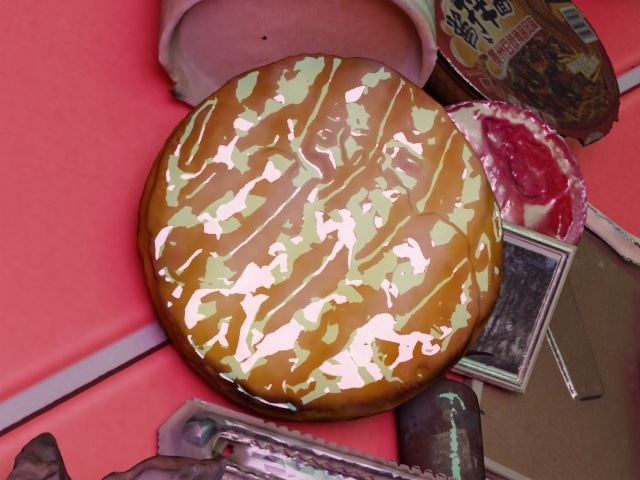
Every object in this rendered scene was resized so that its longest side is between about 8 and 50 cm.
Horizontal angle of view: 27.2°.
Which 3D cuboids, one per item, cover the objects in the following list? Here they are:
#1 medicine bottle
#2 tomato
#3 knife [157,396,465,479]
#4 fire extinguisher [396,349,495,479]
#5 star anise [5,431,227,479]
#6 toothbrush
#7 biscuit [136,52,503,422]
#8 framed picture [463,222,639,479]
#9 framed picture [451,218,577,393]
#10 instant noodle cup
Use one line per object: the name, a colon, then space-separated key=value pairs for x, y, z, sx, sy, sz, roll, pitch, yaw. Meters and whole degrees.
medicine bottle: x=-0.020 y=-0.322 z=1.187 sx=0.236 sy=0.236 sz=0.406 roll=14 pitch=58 yaw=-26
tomato: x=0.136 y=-0.039 z=1.202 sx=0.189 sy=0.099 sz=0.173 roll=-5 pitch=94 yaw=-12
knife: x=0.050 y=0.202 z=0.999 sx=0.365 sy=0.043 sz=0.089 roll=20 pitch=59 yaw=-1
fire extinguisher: x=0.109 y=0.195 z=1.076 sx=0.072 sy=0.089 sz=0.267 roll=41 pitch=40 yaw=-51
star anise: x=-0.157 y=0.247 z=0.772 sx=0.332 sy=0.117 sz=0.331 roll=-4 pitch=54 yaw=6
toothbrush: x=0.290 y=-0.010 z=1.326 sx=0.294 sy=0.026 sz=0.028 roll=33 pitch=32 yaw=-15
biscuit: x=0.000 y=0.000 z=1.063 sx=0.296 sy=0.102 sz=0.296 roll=2 pitch=81 yaw=-11
framed picture: x=0.246 y=0.112 z=1.257 sx=0.240 sy=0.020 sz=0.324 roll=27 pitch=52 yaw=-18
framed picture: x=0.120 y=0.042 z=1.149 sx=0.183 sy=0.011 sz=0.142 roll=20 pitch=91 yaw=-12
instant noodle cup: x=0.168 y=-0.185 z=1.316 sx=0.274 sy=0.091 sz=0.274 roll=22 pitch=45 yaw=-24
